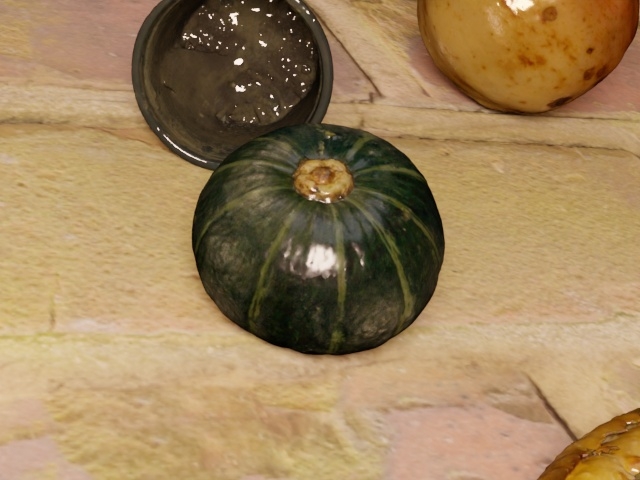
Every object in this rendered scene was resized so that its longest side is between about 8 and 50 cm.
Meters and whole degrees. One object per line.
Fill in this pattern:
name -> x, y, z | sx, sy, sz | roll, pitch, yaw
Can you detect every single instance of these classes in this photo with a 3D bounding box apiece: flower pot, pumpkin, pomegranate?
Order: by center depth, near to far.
pumpkin -> 0.001, -0.002, 0.886 | 0.167, 0.125, 0.167 | -6, 41, 5
flower pot -> -0.064, -0.140, 1.085 | 0.157, 0.157, 0.107 | 17, 15, 1
pomegranate -> 0.196, -0.231, 1.288 | 0.215, 0.215, 0.215 | 12, 29, -7

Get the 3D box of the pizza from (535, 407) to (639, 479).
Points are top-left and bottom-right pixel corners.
pizza -> 0.203, 0.201, 0.697 | 0.251, 0.074, 0.288 | -12, 38, -37
